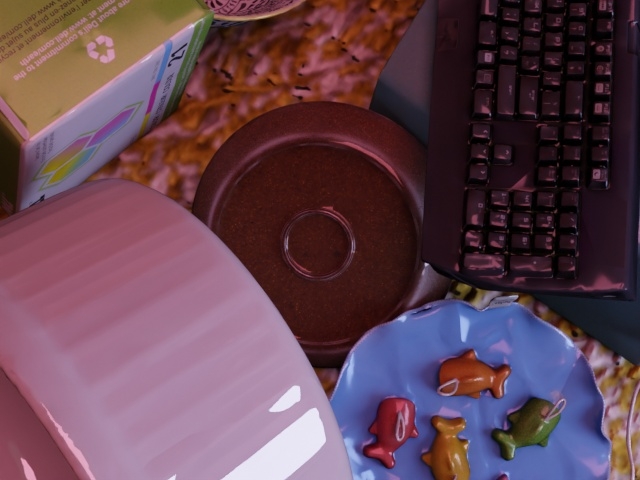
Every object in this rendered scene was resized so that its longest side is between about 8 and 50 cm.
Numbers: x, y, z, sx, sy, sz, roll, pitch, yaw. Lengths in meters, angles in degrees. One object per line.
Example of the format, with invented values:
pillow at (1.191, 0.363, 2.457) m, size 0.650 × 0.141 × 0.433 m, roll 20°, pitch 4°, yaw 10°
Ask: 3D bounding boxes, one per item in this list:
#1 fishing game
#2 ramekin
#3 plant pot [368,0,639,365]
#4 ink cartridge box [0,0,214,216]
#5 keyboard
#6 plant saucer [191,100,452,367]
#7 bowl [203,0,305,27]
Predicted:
fishing game at (0.091, 0.126, 0.981) m, size 0.264 × 0.041 × 0.189 m, roll 2°, pitch 97°, yaw -6°
ramekin at (-0.105, 0.101, 0.866) m, size 0.135 × 0.277 × 0.277 m, roll -32°, pitch 83°, yaw -25°
plant pot at (0.153, -0.065, 1.022) m, size 0.234 × 0.165 × 0.166 m, roll 29°, pitch 71°, yaw 5°
ink cartridge box at (-0.198, -0.062, 0.930) m, size 0.255 × 0.189 × 0.097 m, roll -40°, pitch 88°, yaw -17°
keyboard at (0.167, -0.115, 0.943) m, size 0.201 × 0.033 × 0.317 m, roll 4°, pitch 68°, yaw 4°
plant saucer at (0.000, 0.000, 0.992) m, size 0.168 × 0.029 × 0.169 m, roll 1°, pitch 101°, yaw 7°
bowl at (-0.077, -0.196, 1.040) m, size 0.170 × 0.080 × 0.170 m, roll 8°, pitch 64°, yaw -18°
